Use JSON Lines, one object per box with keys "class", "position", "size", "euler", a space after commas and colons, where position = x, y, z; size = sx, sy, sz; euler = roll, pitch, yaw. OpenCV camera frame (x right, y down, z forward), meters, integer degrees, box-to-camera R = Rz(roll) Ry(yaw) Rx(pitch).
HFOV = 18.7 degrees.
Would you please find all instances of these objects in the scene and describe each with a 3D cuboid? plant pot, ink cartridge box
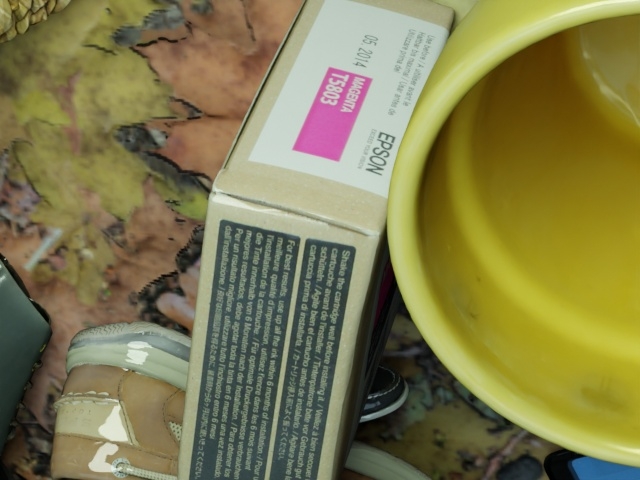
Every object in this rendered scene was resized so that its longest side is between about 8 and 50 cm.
{"class": "plant pot", "position": [0.178, -0.059, 0.940], "size": [0.254, 0.239, 0.254], "euler": [7, 125, 11]}
{"class": "ink cartridge box", "position": [0.000, 0.000, 1.033], "size": [0.088, 0.235, 0.193], "euler": [14, 126, 6]}

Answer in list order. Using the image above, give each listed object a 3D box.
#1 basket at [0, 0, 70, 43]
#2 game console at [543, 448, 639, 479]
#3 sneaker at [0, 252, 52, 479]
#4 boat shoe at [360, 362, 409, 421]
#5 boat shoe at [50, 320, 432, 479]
{"class": "basket", "position": [-0.291, -0.225, 1.052], "size": [0.213, 0.223, 0.299], "euler": [13, 134, 49]}
{"class": "game console", "position": [0.208, 0.179, 1.197], "size": [0.122, 0.107, 0.071], "euler": [-19, 144, 26]}
{"class": "sneaker", "position": [-0.212, 0.105, 1.260], "size": [0.118, 0.083, 0.222], "euler": [-32, 141, -9]}
{"class": "boat shoe", "position": [-0.007, 0.085, 1.210], "size": [0.125, 0.046, 0.038], "euler": [3, 129, 24]}
{"class": "boat shoe", "position": [-0.033, 0.170, 1.194], "size": [0.324, 0.116, 0.123], "euler": [31, 151, -22]}
